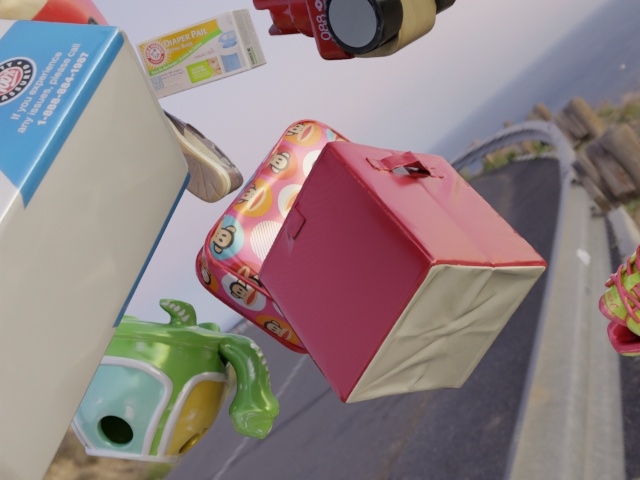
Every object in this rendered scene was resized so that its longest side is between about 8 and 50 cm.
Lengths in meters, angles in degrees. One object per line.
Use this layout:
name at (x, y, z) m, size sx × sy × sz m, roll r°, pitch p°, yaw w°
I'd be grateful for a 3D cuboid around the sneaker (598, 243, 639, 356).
sneaker at (0.270, 0.036, 0.680) m, size 0.094 × 0.208 × 0.081 m, roll -15°, pitch 48°, yaw 5°

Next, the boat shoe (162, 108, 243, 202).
boat shoe at (-0.267, -0.177, 1.678) m, size 0.092 × 0.285 × 0.103 m, roll -17°, pitch -40°, yaw -56°

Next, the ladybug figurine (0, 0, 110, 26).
ladybug figurine at (-0.444, -0.271, 1.393) m, size 0.305 × 0.162 × 0.449 m, roll -55°, pitch -35°, yaw -17°

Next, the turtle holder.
turtle holder at (-0.235, 0.221, 1.303) m, size 0.243 × 0.320 × 0.227 m, roll 139°, pitch 139°, yaw -69°

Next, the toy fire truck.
toy fire truck at (-0.020, -0.267, 0.712) m, size 0.246 × 0.217 × 0.158 m, roll 5°, pitch 32°, yaw 40°

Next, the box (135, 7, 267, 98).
box at (-0.222, -0.348, 1.598) m, size 0.203 × 0.114 × 0.103 m, roll -15°, pitch 13°, yaw 18°

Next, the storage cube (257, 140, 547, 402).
storage cube at (0.081, 0.031, 0.905) m, size 0.183 × 0.193 × 0.215 m, roll 3°, pitch -52°, yaw -41°

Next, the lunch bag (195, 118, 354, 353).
lunch bag at (0.000, 0.000, 1.179) m, size 0.293 × 0.258 × 0.120 m, roll -55°, pitch -1°, yaw -31°

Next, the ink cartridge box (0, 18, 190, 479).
ink cartridge box at (-0.340, -0.015, 0.624) m, size 0.166 × 0.395 × 0.285 m, roll 71°, pitch -147°, yaw -53°
